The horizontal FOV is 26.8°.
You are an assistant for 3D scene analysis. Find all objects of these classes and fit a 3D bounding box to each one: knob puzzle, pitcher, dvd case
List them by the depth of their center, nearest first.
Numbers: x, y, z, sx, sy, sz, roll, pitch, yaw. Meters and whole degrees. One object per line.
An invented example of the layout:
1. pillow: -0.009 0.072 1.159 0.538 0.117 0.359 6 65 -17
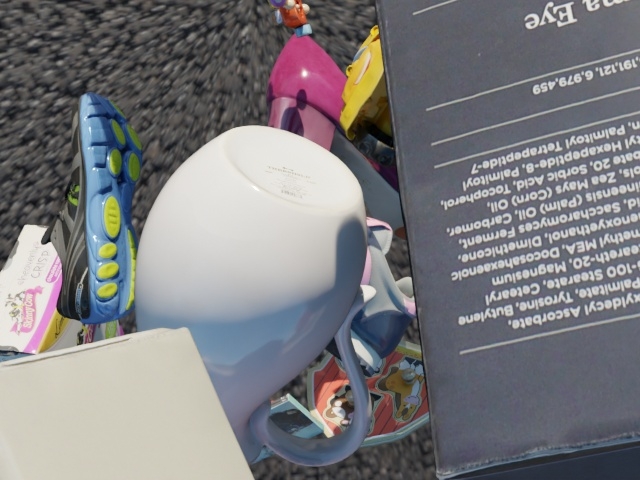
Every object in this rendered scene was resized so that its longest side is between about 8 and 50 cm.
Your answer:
1. pitcher: -0.029 0.046 0.791 0.178 0.125 0.207 13 122 -19
2. dvd case: -0.067 0.239 1.685 0.119 0.013 0.087 -26 134 18
3. knob puzzle: 0.066 0.196 1.770 0.213 0.213 0.030 -11 133 -1

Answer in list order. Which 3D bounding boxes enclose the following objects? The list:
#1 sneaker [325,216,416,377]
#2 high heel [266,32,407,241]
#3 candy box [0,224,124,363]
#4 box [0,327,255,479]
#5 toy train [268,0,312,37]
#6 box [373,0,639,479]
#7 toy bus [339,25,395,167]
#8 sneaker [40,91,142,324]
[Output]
1. sneaker: 0.000 0.000 1.378 0.131 0.112 0.319 -48 131 -14
2. high heel: 0.092 -0.116 1.697 0.377 0.127 0.181 26 68 -37
3. candy box: -0.232 0.123 1.205 0.071 0.159 0.233 2 133 12
4. box: -0.065 0.201 0.453 0.148 0.121 0.311 -32 79 27
5. toy train: -0.059 -0.299 1.469 0.046 0.125 0.166 -16 98 12
6. box: 0.162 -0.007 0.651 0.179 0.343 0.312 -14 62 16
7. toy bus: 0.105 -0.180 1.531 0.220 0.211 0.149 18 116 -37
8. sneaker: -0.180 -0.027 1.026 0.078 0.067 0.188 -13 70 30
